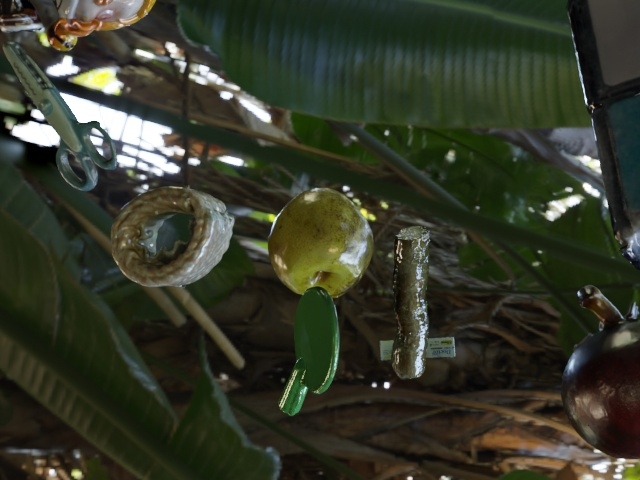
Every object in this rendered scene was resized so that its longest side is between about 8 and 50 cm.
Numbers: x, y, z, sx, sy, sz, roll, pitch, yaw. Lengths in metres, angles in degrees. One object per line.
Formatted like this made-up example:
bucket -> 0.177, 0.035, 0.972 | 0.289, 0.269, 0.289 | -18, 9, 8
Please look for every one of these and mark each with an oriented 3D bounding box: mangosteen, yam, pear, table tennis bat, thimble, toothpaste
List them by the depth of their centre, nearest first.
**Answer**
mangosteen -> 0.452, 0.180, 1.144 | 0.235, 0.235, 0.261 | -37, -113, 42
yam -> 0.136, 0.094, 1.199 | 0.061, 0.061, 0.253 | 37, -44, 51
table tennis bat -> -0.019, 0.187, 1.249 | 0.160, 0.039, 0.257 | -112, -147, -44
pear -> 0.000, 0.000, 1.442 | 0.197, 0.197, 0.197 | -18, -113, 50
thimble -> -0.303, -0.010, 1.622 | 0.229, 0.148, 0.196 | -44, -101, 11
toothpaste -> 0.208, 0.236, 1.714 | 0.034, 0.164, 0.046 | 65, 21, -80

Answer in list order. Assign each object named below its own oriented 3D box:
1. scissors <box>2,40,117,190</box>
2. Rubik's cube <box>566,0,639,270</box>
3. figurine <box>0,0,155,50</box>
scissors -> -0.460, -0.225, 1.370 | 0.138, 0.041, 0.289 | -33, -89, 33
Rubik's cube -> 0.481, -0.127, 0.846 | 0.313, 0.316, 0.318 | -16, -116, 31
figurine -> -0.438, -0.507, 1.481 | 0.196, 0.323, 0.320 | 55, -52, 20
